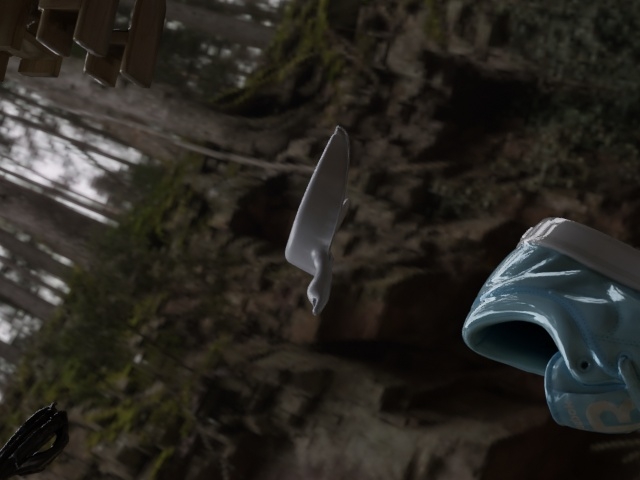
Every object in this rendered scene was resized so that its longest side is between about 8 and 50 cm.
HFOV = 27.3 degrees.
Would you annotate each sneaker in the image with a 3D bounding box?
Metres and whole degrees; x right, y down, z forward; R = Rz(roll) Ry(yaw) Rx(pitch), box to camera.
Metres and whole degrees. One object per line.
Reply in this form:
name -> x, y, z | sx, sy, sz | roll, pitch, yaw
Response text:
sneaker -> 0.256, 0.105, 0.995 | 0.150, 0.366, 0.135 | -45, -55, -16

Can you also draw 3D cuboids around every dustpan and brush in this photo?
dustpan and brush -> 0.000, 0.000, 1.304 | 0.211, 0.060, 0.147 | -65, -5, -52

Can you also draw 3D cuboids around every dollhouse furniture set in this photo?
dollhouse furniture set -> -0.279, -0.252, 1.163 | 0.242, 0.212, 0.161 | 35, -117, -63

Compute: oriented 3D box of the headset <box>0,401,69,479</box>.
headset -> -0.349, 0.028, 0.966 | 0.185, 0.394, 0.243 | -32, -6, 5
